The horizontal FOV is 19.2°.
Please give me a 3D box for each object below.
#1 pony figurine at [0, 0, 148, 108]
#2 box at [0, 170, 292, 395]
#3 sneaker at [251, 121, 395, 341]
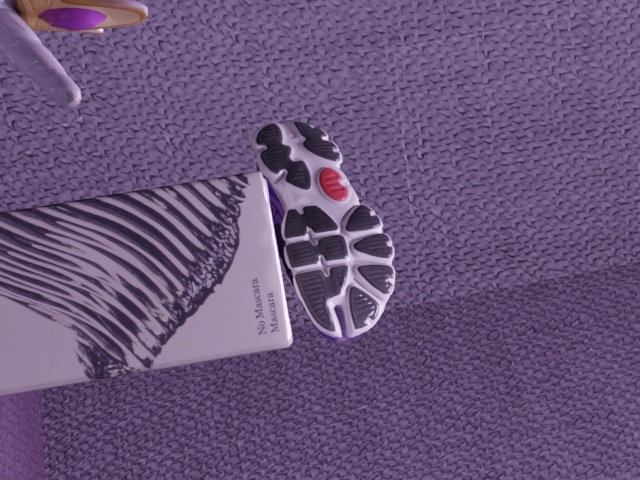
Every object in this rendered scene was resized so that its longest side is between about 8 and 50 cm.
[{"bbox_3d":[-0.279,-0.179,0.872,0.303,0.364,0.351,84,-6,-60],"label":"pony figurine"},{"bbox_3d":[-0.161,0.034,1.132,0.094,0.275,0.113,163,-83,-84],"label":"box"},{"bbox_3d":[0.000,0.000,1.189,0.071,0.068,0.170,98,-20,-46],"label":"sneaker"}]
